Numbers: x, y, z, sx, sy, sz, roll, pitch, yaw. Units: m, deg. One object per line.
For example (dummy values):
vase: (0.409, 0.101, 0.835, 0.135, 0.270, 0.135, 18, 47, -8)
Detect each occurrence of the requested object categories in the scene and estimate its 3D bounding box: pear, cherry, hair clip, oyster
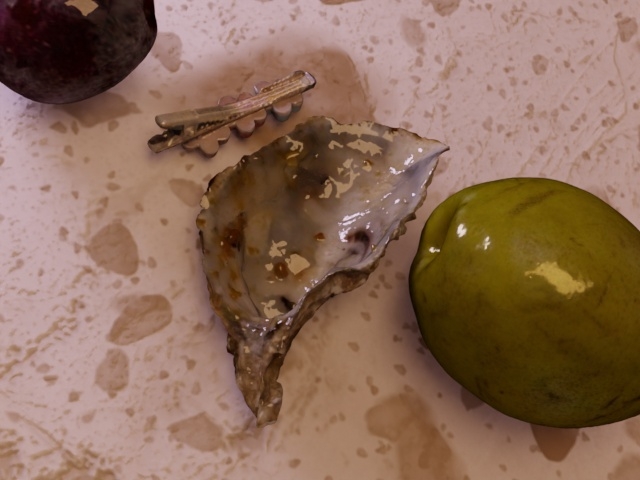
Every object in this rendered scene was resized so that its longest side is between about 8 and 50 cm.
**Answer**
pear: (0.242, 0.069, 1.230, 0.307, 0.253, 0.253, 32, 62, -17)
cherry: (-0.262, -0.238, 1.219, 0.195, 0.195, 0.195, 7, 67, -16)
hair clip: (-0.096, -0.137, 1.307, 0.214, 0.056, 0.062, -21, 60, -33)
oyster: (-0.028, -0.003, 1.258, 0.204, 0.111, 0.396, 29, 62, 15)
